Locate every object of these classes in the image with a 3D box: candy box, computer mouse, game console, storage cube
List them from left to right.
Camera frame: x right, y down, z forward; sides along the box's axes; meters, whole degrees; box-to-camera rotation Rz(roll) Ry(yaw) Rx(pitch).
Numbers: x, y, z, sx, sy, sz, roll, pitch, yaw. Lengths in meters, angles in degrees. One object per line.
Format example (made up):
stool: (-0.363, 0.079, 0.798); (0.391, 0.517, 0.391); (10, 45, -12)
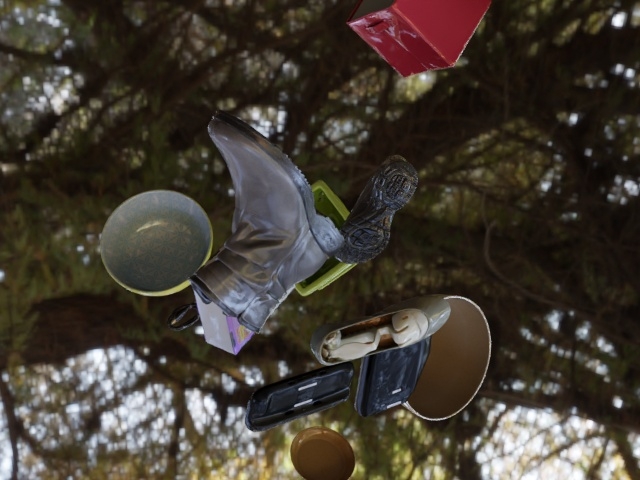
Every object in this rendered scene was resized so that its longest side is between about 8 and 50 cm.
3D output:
computer mouse: (-0.273, 0.115, 2.087); (0.071, 0.041, 0.242); (40, -108, -10)
candy box: (-0.132, 0.076, 1.583); (0.070, 0.164, 0.196); (20, -133, 27)
game console: (0.038, 0.230, 1.516); (0.361, 0.213, 0.044); (-14, -141, -29)
storage cube: (0.211, -0.489, 1.893); (0.215, 0.193, 0.184); (-58, -154, -16)

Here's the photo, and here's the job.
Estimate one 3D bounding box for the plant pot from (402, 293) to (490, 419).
plant pot: (0.226, 0.250, 2.048); (0.284, 0.284, 0.191); (-18, -162, -33)

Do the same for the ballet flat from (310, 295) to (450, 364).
ballet flat: (0.092, 0.138, 1.289); (0.213, 0.072, 0.068); (-15, -161, -1)

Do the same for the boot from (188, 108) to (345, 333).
boot: (-0.111, -0.010, 1.292); (0.223, 0.338, 0.118); (-45, -139, -10)

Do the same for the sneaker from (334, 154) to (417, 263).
sneaker: (0.125, -0.070, 2.019); (0.109, 0.286, 0.130); (31, -160, -13)

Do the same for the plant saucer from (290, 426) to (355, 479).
plant saucer: (0.001, 0.268, 1.089); (0.083, 0.015, 0.083); (11, -136, -11)

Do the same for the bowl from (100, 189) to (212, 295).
bowl: (-0.418, 0.026, 2.341); (0.290, 0.156, 0.289); (-1, -112, 2)

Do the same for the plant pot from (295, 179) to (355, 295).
plant pot: (0.000, 0.000, 2.369); (0.228, 0.227, 0.207); (55, -171, 11)
